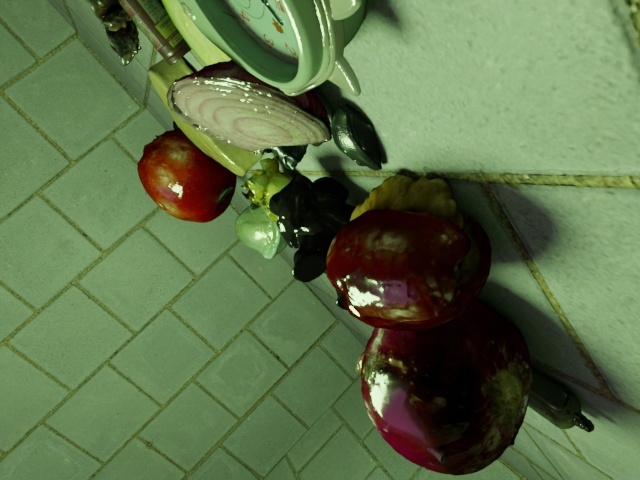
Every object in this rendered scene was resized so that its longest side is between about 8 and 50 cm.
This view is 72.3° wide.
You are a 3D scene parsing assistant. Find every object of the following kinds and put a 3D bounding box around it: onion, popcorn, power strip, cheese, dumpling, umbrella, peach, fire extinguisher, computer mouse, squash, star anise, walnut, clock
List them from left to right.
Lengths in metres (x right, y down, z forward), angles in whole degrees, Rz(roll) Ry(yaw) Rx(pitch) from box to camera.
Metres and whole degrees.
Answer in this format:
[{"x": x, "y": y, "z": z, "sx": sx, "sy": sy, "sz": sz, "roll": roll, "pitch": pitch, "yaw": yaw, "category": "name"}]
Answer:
[{"x": -0.561, "y": -0.609, "z": 1.201, "sx": 0.235, "sy": 0.109, "sz": 0.223, "roll": 59, "pitch": 168, "yaw": 26, "category": "star anise"}, {"x": -0.409, "y": -0.511, "z": 0.980, "sx": 0.252, "sy": 0.106, "sz": 0.075, "roll": 51, "pitch": -172, "yaw": -29, "category": "fire extinguisher"}, {"x": -0.488, "y": -0.237, "z": 1.695, "sx": 0.310, "sy": 0.335, "sz": 0.405, "roll": 36, "pitch": 162, "yaw": 15, "category": "peach"}, {"x": -0.361, "y": -0.379, "z": 1.298, "sx": 0.384, "sy": 0.104, "sz": 0.384, "roll": 44, "pitch": 169, "yaw": 11, "category": "cheese"}, {"x": -0.195, "y": -0.380, "z": 0.840, "sx": 0.252, "sy": 0.049, "sz": 0.252, "roll": 41, "pitch": 170, "yaw": 9, "category": "squash"}, {"x": -0.115, "y": -0.241, "z": 0.722, "sx": 0.250, "sy": 0.111, "sz": 0.248, "roll": 4, "pitch": 169, "yaw": 39, "category": "onion"}, {"x": -0.129, "y": -0.231, "z": 0.887, "sx": 0.224, "sy": 0.080, "sz": 0.071, "roll": 35, "pitch": 155, "yaw": -24, "category": "umbrella"}, {"x": -0.242, "y": -0.059, "z": 1.775, "sx": 0.321, "sy": 0.211, "sz": 0.270, "roll": 27, "pitch": 158, "yaw": 30, "category": "dumpling"}, {"x": -0.066, "y": -0.296, "z": 0.485, "sx": 0.324, "sy": 0.108, "sz": 0.265, "roll": 41, "pitch": 168, "yaw": 16, "category": "clock"}, {"x": -0.116, "y": -0.135, "z": 1.213, "sx": 0.195, "sy": 0.173, "sz": 0.168, "roll": 39, "pitch": -167, "yaw": -15, "category": "popcorn"}, {"x": 0.055, "y": -0.157, "z": 0.711, "sx": 0.079, "sy": 0.047, "sz": 0.135, "roll": 35, "pitch": 167, "yaw": 48, "category": "computer mouse"}, {"x": 0.136, "y": 0.018, "z": 0.683, "sx": 0.222, "sy": 0.243, "sz": 0.269, "roll": 16, "pitch": 165, "yaw": -31, "category": "walnut"}, {"x": 0.204, "y": 0.265, "z": 0.884, "sx": 0.347, "sy": 0.347, "sz": 0.385, "roll": 50, "pitch": 151, "yaw": -22, "category": "onion"}, {"x": 0.417, "y": 0.288, "z": 0.978, "sx": 0.388, "sy": 0.066, "sz": 0.092, "roll": 35, "pitch": 163, "yaw": 54, "category": "power strip"}]

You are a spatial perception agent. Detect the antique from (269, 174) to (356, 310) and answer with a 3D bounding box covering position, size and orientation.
[{"x": 0.025, "y": 0.000, "z": 0.951, "sx": 0.322, "sy": 0.185, "sz": 0.255, "roll": 37, "pitch": -162, "yaw": -40, "category": "antique"}]
